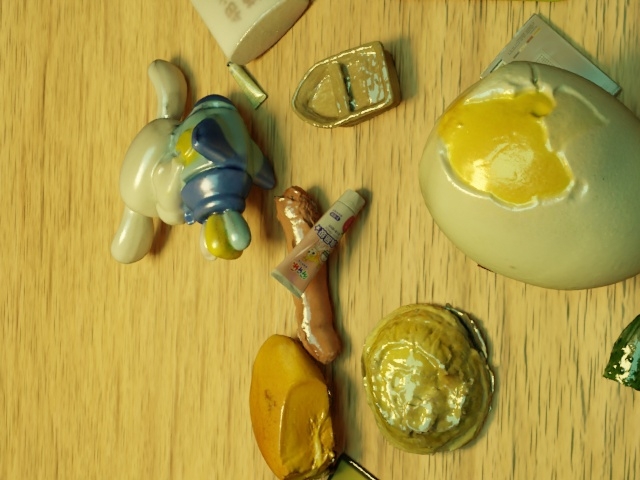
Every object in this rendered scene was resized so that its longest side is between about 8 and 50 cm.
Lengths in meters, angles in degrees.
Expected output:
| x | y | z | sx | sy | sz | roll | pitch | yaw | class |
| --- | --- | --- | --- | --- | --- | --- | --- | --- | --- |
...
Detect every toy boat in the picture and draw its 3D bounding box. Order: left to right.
| x | y | z | sx | sy | sz | roll | pitch | yaw | class |
| --- | --- | --- | --- | --- | --- | --- | --- | --- | --- |
| 0.041 | -0.247 | 1.425 | 0.188 | 0.061 | 0.116 | -15 | 84 | 30 | toy boat |

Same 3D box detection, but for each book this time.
| x | y | z | sx | sy | sz | roll | pitch | yaw | class |
| --- | --- | --- | --- | --- | --- | --- | --- | --- | --- |
| 0.338 | -0.234 | 1.275 | 0.182 | 0.014 | 0.127 | 49 | 113 | 22 | book |

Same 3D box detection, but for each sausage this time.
| x | y | z | sx | sy | sz | roll | pitch | yaw | class |
| --- | --- | --- | --- | --- | --- | --- | --- | --- | --- |
| -0.020 | 0.057 | 1.454 | 0.078 | 0.078 | 0.305 | -11 | 87 | 30 | sausage |

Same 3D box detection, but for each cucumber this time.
| x | y | z | sx | sy | sz | roll | pitch | yaw | class |
| --- | --- | --- | --- | --- | --- | --- | --- | --- | --- |
| 0.442 | 0.154 | 1.202 | 0.067 | 0.035 | 0.108 | 22 | 99 | 30 | cucumber |

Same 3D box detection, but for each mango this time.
| x | y | z | sx | sy | sz | roll | pitch | yaw | class |
| --- | --- | --- | --- | --- | --- | --- | --- | --- | --- |
| -0.051 | 0.279 | 1.439 | 0.154 | 0.126 | 0.252 | -38 | 63 | 58 | mango |

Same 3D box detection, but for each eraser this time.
| x | y | z | sx | sy | sz | roll | pitch | yaw | class |
| --- | --- | --- | --- | --- | --- | --- | --- | --- | --- |
| -0.157 | -0.468 | 1.526 | 0.174 | 0.094 | 0.270 | -40 | 72 | 21 | eraser |

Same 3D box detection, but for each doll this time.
| x | y | z | sx | sy | sz | roll | pitch | yaw | class |
| --- | --- | --- | --- | --- | --- | --- | --- | --- | --- |
| -0.222 | -0.125 | 1.530 | 0.365 | 0.187 | 0.376 | 13 | 108 | 41 | doll |

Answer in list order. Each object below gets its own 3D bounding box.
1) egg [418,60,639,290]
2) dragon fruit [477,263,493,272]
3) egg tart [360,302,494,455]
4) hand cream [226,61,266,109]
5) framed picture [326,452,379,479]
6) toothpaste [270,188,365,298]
| x | y | z | sx | sy | sz | roll | pitch | yaw | class |
| --- | --- | --- | --- | --- | --- | --- | --- | --- | --- |
| 0.303 | -0.074 | 1.139 | 0.345 | 0.283 | 0.283 | 33 | 107 | 1 | egg |
| 0.253 | -0.024 | 1.297 | 0.097 | 0.063 | 0.131 | 24 | 102 | 28 | dragon fruit |
| 0.153 | 0.219 | 1.344 | 0.231 | 0.098 | 0.253 | 22 | 97 | 25 | egg tart |
| -0.136 | -0.285 | 1.556 | 0.035 | 0.022 | 0.102 | -43 | 75 | 23 | hand cream |
| 0.106 | 0.543 | 1.414 | 0.323 | 0.013 | 0.244 | 33 | 107 | 27 | framed picture |
| 0.000 | 0.000 | 1.410 | 0.194 | 0.067 | 0.043 | -52 | 20 | -12 | toothpaste |
